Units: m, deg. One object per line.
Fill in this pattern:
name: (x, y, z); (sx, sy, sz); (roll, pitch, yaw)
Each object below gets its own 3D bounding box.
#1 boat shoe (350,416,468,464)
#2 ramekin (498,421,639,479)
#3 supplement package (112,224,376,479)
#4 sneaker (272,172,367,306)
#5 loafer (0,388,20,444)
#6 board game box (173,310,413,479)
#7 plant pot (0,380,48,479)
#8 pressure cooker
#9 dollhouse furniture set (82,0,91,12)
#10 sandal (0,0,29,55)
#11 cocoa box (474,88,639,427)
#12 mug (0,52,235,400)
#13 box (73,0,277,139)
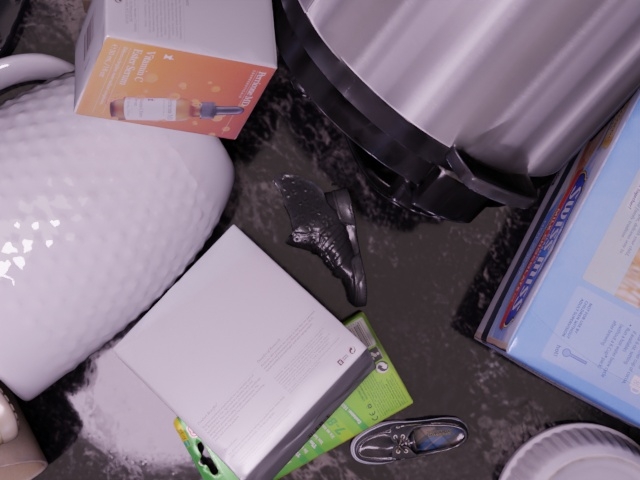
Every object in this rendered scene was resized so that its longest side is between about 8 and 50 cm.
boat shoe: (0.105, 0.234, 1.487); (0.142, 0.040, 0.049); (-11, 90, -2)
ramekin: (0.311, 0.319, 1.458); (0.207, 0.109, 0.207); (0, 90, -2)
supplement package: (-0.080, 0.132, 1.400); (0.203, 0.149, 0.194); (42, 83, 14)
sneaker: (0.000, 0.000, 1.484); (0.089, 0.051, 0.170); (-10, 85, -1)
loafer: (-0.411, 0.112, 1.247); (0.268, 0.102, 0.092); (45, 61, 10)
board game box: (-0.033, 0.200, 1.487); (0.259, 0.039, 0.124); (-29, 89, -4)
plant pot: (-0.464, 0.162, 1.391); (0.256, 0.256, 0.274); (-20, 76, -2)
pressure cooker: (0.153, -0.244, 1.266); (0.375, 0.370, 0.420); (42, 121, 3)
dollhouse furniture set: (-0.134, -0.387, 1.372); (0.198, 0.286, 0.304); (11, 92, -10)
sandal: (-0.362, -0.332, 1.473); (0.097, 0.054, 0.255); (16, 89, -1)
cocoa box: (0.360, 0.018, 1.402); (0.231, 0.228, 0.347); (28, 89, -1)
mug: (-0.298, -0.065, 1.388); (0.328, 0.276, 0.374); (-38, 60, -10)
box: (-0.144, -0.182, 1.240); (0.170, 0.130, 0.091); (7, 57, -21)
